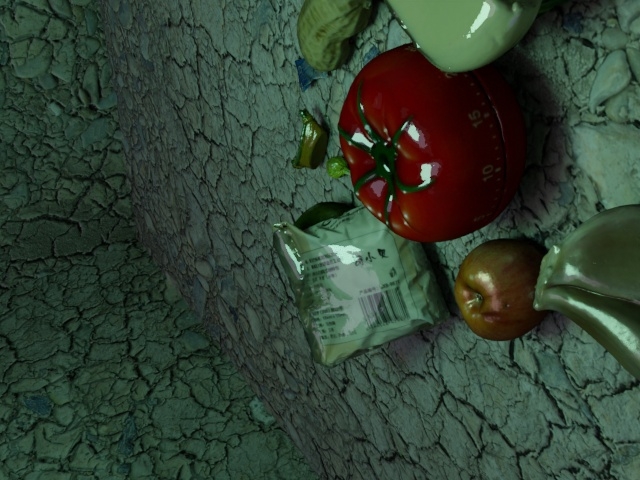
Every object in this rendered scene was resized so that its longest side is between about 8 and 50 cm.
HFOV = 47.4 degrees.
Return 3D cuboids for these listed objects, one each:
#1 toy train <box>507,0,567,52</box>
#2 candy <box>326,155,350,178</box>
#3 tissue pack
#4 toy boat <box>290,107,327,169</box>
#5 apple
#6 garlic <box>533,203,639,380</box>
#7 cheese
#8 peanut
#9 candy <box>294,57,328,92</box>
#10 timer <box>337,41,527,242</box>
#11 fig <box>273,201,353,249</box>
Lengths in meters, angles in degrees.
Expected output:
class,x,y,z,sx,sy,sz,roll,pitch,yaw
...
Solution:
class,x,y,z,sx,sy,sz,roll,pitch,yaw
toy train,0.274,-0.469,1.216,0.202,0.120,0.301,-28,86,59
candy,0.089,-0.166,1.871,0.193,0.058,0.062,29,164,37
tissue pack,0.090,0.099,1.773,0.375,0.195,0.390,-17,92,20
toy boat,-0.037,-0.257,1.969,0.088,0.089,0.230,39,148,18
apple,0.360,0.099,1.460,0.209,0.164,0.210,40,141,43
garlic,0.521,0.094,1.102,0.340,0.245,0.232,55,140,43
cheese,0.215,-0.398,1.121,0.266,0.127,0.233,56,143,12
peanut,0.029,-0.493,1.619,0.153,0.140,0.325,18,153,-1
candy,-0.021,-0.438,1.860,0.136,0.038,0.088,-14,85,56
timer,0.209,-0.186,1.381,0.378,0.279,0.378,45,148,38
fig,0.000,0.000,1.951,0.195,0.244,0.196,163,90,-78
